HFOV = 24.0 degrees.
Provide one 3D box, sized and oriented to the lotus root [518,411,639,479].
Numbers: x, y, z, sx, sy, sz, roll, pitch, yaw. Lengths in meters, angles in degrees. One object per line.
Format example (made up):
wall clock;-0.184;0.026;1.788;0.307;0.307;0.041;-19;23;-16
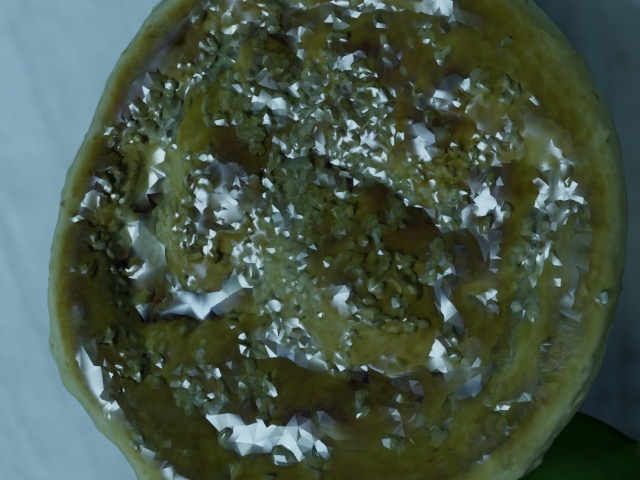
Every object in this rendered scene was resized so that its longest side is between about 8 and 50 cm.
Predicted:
lotus root;0.050;0.109;0.417;0.186;0.186;0.186;3;124;5

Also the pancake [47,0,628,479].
pancake;0.000;0.000;0.369;0.158;0.028;0.158;-1;85;16
